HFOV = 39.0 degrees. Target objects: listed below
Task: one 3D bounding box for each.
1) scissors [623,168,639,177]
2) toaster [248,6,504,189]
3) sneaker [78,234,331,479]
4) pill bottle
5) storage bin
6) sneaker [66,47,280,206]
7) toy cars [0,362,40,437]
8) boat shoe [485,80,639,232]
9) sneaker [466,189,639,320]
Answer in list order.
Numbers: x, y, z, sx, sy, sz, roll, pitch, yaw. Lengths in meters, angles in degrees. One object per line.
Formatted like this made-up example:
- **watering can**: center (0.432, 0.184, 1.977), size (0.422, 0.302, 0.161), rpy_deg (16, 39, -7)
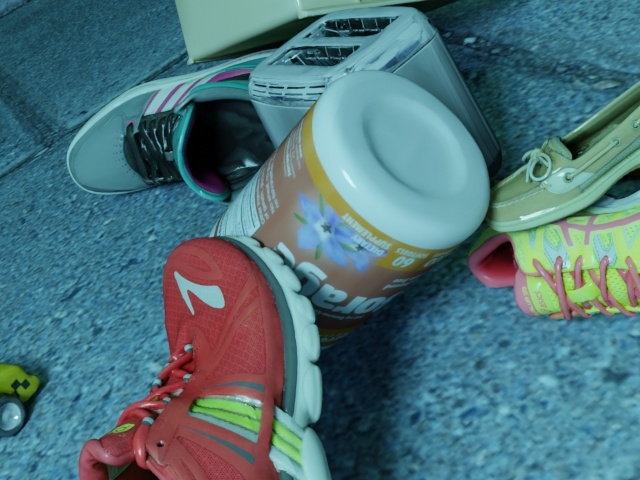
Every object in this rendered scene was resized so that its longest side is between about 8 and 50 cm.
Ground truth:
- **scissors**: center (0.179, -0.044, 0.669), size (0.297, 0.021, 0.109), rpy_deg (-28, 31, 2)
- **toaster**: center (0.040, -0.097, 0.723), size (0.129, 0.146, 0.227), rpy_deg (-41, 28, -16)
- **sneaker**: center (-0.064, 0.098, 0.465), size (0.107, 0.118, 0.279), rpy_deg (-55, 35, 37)
- **pill bottle**: center (0.000, 0.000, 0.589), size (0.216, 0.121, 0.121), rpy_deg (-45, 14, 45)
- **storage bin**: center (0.012, -0.275, 0.916), size (0.260, 0.123, 0.262), rpy_deg (-16, 8, -30)
- **sneaker**: center (-0.139, -0.093, 0.911), size (0.295, 0.124, 0.178), rpy_deg (-20, 23, 12)
- **toy cars**: center (-0.415, 0.208, 0.724), size (0.393, 0.087, 0.176), rpy_deg (-31, 31, -2)
- **boat shoe**: center (0.160, -0.057, 0.532), size (0.153, 0.048, 0.056), rpy_deg (-28, 22, 18)
- **sneaker**: center (0.166, 0.019, 0.542), size (0.094, 0.081, 0.208), rpy_deg (-38, 21, -14)
